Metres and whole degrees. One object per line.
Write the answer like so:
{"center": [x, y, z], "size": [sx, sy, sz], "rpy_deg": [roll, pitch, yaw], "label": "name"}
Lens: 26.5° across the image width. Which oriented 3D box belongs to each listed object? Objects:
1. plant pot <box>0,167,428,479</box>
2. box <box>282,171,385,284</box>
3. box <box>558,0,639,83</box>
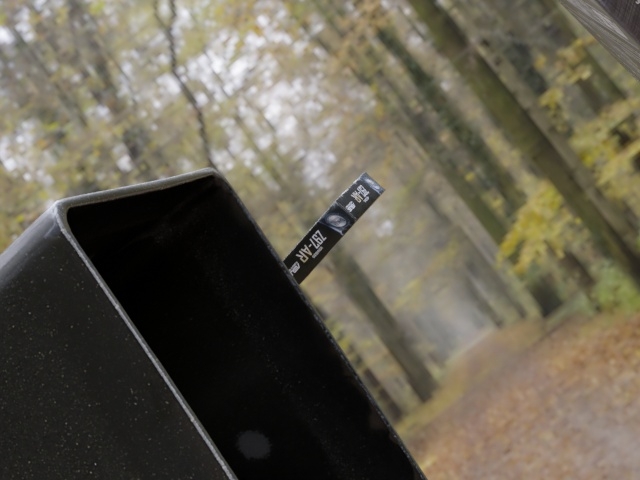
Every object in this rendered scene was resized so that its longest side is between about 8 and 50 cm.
{"center": [-0.081, 0.098, 0.539], "size": [0.167, 0.188, 0.187], "rpy_deg": [-33, -1, 14], "label": "plant pot"}
{"center": [0.000, 0.000, 0.839], "size": [0.083, 0.018, 0.067], "rpy_deg": [-48, -1, 25], "label": "box"}
{"center": [0.157, -0.059, 0.490], "size": [0.056, 0.183, 0.231], "rpy_deg": [-45, 11, 13], "label": "box"}
